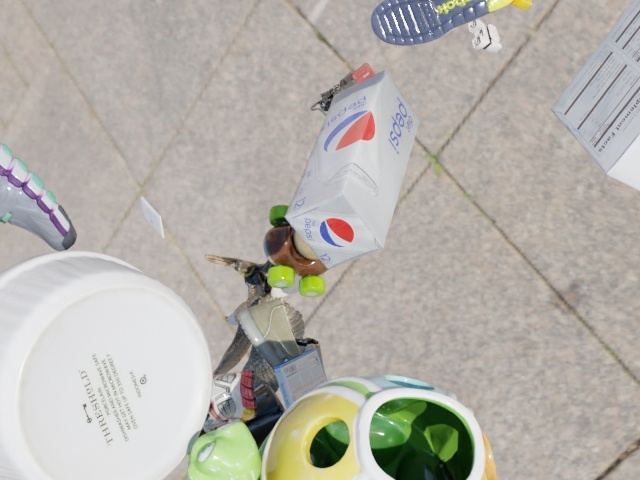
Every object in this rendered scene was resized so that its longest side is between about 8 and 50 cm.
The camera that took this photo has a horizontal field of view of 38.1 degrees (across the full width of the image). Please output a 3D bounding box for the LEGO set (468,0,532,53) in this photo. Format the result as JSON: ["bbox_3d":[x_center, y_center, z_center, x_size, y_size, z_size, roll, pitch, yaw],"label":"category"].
[{"bbox_3d":[0.303,-0.425,1.590,0.087,0.093,0.227,-38,48,44],"label":"LEGO set"}]

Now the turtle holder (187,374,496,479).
[{"bbox_3d":[0.038,0.240,0.996,0.320,0.243,0.227,31,143,0],"label":"turtle holder"}]

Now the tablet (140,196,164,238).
[{"bbox_3d":[-0.323,-0.044,1.779,0.083,0.006,0.054,43,146,41],"label":"tablet"}]

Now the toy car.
[{"bbox_3d":[0.000,0.000,1.720,0.188,0.149,0.155,-25,57,43],"label":"toy car"}]

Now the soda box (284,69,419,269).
[{"bbox_3d":[0.048,-0.100,1.214,0.091,0.098,0.286,-21,31,32],"label":"soda box"}]

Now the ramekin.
[{"bbox_3d":[-0.233,0.145,0.951,0.127,0.273,0.273,2,87,51],"label":"ramekin"}]

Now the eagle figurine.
[{"bbox_3d":[-0.143,0.189,1.978,0.225,0.226,0.298,125,146,-76],"label":"eagle figurine"}]

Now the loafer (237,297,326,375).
[{"bbox_3d":[-0.029,0.197,1.461,0.087,0.094,0.251,-35,100,-4],"label":"loafer"}]

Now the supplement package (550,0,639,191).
[{"bbox_3d":[0.435,-0.143,1.026,0.204,0.262,0.145,-56,30,24],"label":"supplement package"}]

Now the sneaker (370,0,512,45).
[{"bbox_3d":[0.120,-0.226,0.903,0.144,0.059,0.053,-16,102,5],"label":"sneaker"}]

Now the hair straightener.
[{"bbox_3d":[0.038,-0.281,1.810,0.089,0.230,0.047,-25,109,30],"label":"hair straightener"}]

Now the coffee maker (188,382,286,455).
[{"bbox_3d":[-0.131,0.346,1.580,0.178,0.120,0.171,-28,51,-7],"label":"coffee maker"}]

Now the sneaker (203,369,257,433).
[{"bbox_3d":[-0.157,0.242,1.386,0.225,0.092,0.088,118,149,-61],"label":"sneaker"}]

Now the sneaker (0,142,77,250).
[{"bbox_3d":[-0.342,-0.057,0.907,0.098,0.224,0.083,-45,23,-16],"label":"sneaker"}]

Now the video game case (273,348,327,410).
[{"bbox_3d":[-0.010,0.246,1.319,0.015,0.119,0.166,-19,88,25],"label":"video game case"}]
